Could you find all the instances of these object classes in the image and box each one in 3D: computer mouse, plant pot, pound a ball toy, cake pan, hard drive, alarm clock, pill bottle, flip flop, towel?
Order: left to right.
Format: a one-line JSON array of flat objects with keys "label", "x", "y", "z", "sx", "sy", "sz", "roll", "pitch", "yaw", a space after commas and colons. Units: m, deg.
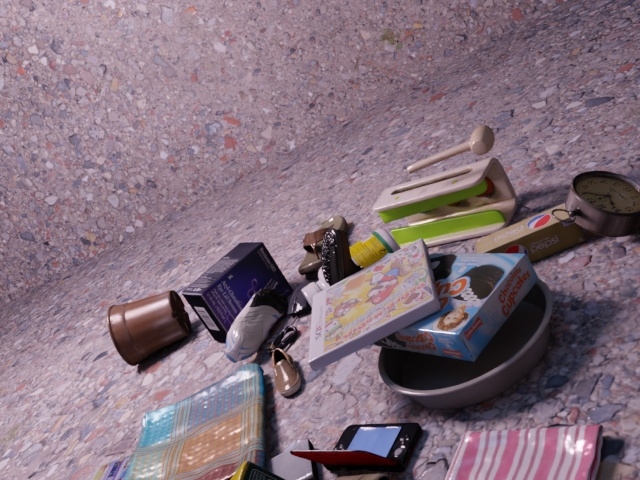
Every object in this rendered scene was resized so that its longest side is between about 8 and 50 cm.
[{"label": "plant pot", "x": -0.430, "y": 0.213, "z": 1.860, "sx": 0.165, "sy": 0.167, "sz": 0.167, "roll": -22, "pitch": 20, "yaw": 5}, {"label": "towel", "x": -0.220, "y": 0.355, "z": 1.293, "sx": 0.271, "sy": 0.040, "sz": 0.370, "roll": -26, "pitch": 15, "yaw": 2}, {"label": "hard drive", "x": -0.069, "y": 0.370, "z": 1.122, "sx": 0.135, "sy": 0.022, "sz": 0.094, "roll": -30, "pitch": 20, "yaw": 5}, {"label": "computer mouse", "x": -0.063, "y": 0.161, "z": 1.592, "sx": 0.071, "sy": 0.041, "sz": 0.242, "roll": -19, "pitch": 24, "yaw": 30}, {"label": "flip flop", "x": 0.000, "y": 0.000, "z": 1.826, "sx": 0.112, "sy": 0.080, "sz": 0.277, "roll": -22, "pitch": 22, "yaw": 27}, {"label": "pill bottle", "x": 0.070, "y": 0.077, "z": 1.479, "sx": 0.208, "sy": 0.118, "sz": 0.117, "roll": -34, "pitch": 19, "yaw": -6}, {"label": "pound a ball toy", "x": 0.263, "y": -0.116, "z": 1.522, "sx": 0.319, "sy": 0.208, "sz": 0.136, "roll": -15, "pitch": 25, "yaw": 41}, {"label": "cake pan", "x": 0.231, "y": 0.156, "z": 1.142, "sx": 0.293, "sy": 0.054, "sz": 0.293, "roll": -28, "pitch": 19, "yaw": 11}, {"label": "towel", "x": 0.234, "y": 0.279, "z": 0.878, "sx": 0.197, "sy": 0.029, "sz": 0.144, "roll": -15, "pitch": 24, "yaw": 39}, {"label": "alarm clock", "x": 0.459, "y": -0.055, "z": 1.207, "sx": 0.192, "sy": 0.064, "sz": 0.129, "roll": -12, "pitch": 41, "yaw": -24}]

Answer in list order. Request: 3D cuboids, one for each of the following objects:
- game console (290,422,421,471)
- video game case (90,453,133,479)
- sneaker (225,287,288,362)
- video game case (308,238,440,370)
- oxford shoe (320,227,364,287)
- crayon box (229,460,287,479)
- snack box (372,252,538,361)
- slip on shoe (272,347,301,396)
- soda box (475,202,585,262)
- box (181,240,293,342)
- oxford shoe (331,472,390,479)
[{"label": "game console", "x": 0.052, "y": 0.286, "z": 1.049, "sx": 0.144, "sy": 0.085, "sz": 0.124, "roll": -14, "pitch": 27, "yaw": 40}, {"label": "video game case", "x": -0.374, "y": 0.472, "z": 1.334, "sx": 0.193, "sy": 0.023, "sz": 0.212, "roll": -24, "pitch": 22, "yaw": 21}, {"label": "sneaker", "x": -0.144, "y": 0.182, "z": 1.613, "sx": 0.086, "sy": 0.085, "sz": 0.237, "roll": -50, "pitch": 0, "yaw": 34}, {"label": "video game case", "x": 0.082, "y": 0.100, "z": 1.198, "sx": 0.227, "sy": 0.026, "sz": 0.206, "roll": -29, "pitch": 22, "yaw": 15}, {"label": "oxford shoe", "x": 0.059, "y": 0.069, "z": 1.361, "sx": 0.096, "sy": 0.227, "sz": 0.083, "roll": -22, "pitch": 31, "yaw": -14}, {"label": "crayon box", "x": -0.139, "y": 0.454, "z": 0.707, "sx": 0.313, "sy": 0.106, "sz": 0.363, "roll": -57, "pitch": 8, "yaw": 26}, {"label": "snack box", "x": 0.173, "y": 0.098, "z": 1.195, "sx": 0.187, "sy": 0.060, "sz": 0.322, "roll": -44, "pitch": 23, "yaw": -28}, {"label": "slip on shoe", "x": -0.069, "y": 0.248, "z": 1.387, "sx": 0.051, "sy": 0.041, "sz": 0.135, "roll": -30, "pitch": 19, "yaw": 6}, {"label": "soda box", "x": 0.372, "y": 0.001, "z": 1.302, "sx": 0.181, "sy": 0.058, "sz": 0.061, "roll": -24, "pitch": 21, "yaw": 20}, {"label": "box", "x": -0.194, "y": 0.120, "z": 1.719, "sx": 0.207, "sy": 0.153, "sz": 0.108, "roll": -43, "pitch": 23, "yaw": -28}, {"label": "oxford shoe", "x": 0.048, "y": 0.371, "z": 0.804, "sx": 0.130, "sy": 0.123, "sz": 0.348, "roll": -25, "pitch": 21, "yaw": 4}]
